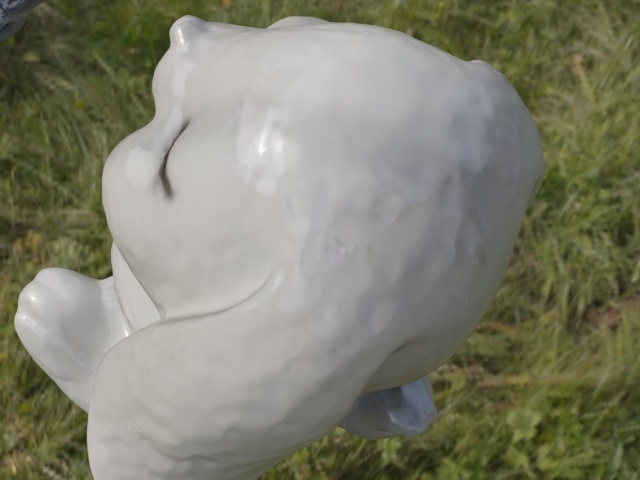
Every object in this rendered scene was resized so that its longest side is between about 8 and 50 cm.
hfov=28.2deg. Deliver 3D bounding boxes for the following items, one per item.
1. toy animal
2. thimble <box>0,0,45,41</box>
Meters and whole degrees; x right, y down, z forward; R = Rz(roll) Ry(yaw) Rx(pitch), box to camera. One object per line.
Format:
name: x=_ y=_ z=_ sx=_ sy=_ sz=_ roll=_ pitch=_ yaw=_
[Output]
toy animal: x=0.000 y=0.000 z=0.584 sx=0.206 sy=0.265 sz=0.272 roll=46 pitch=64 yaw=4
thimble: x=-0.248 y=-0.193 z=0.688 sx=0.205 sy=0.236 sz=0.172 roll=-6 pitch=53 yaw=-50
